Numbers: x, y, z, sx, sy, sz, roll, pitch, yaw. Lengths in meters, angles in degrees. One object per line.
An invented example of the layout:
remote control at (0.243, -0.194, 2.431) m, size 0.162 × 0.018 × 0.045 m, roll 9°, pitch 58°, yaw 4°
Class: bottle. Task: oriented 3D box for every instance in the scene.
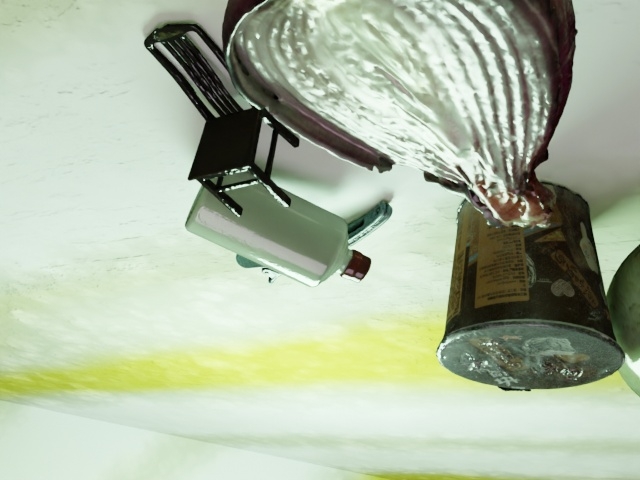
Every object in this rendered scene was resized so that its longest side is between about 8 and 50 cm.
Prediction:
bottle at (-0.046, -0.010, 0.887) m, size 0.245 × 0.104 × 0.104 m, roll 26°, pitch 147°, yaw -14°

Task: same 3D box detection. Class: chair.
chair at (-0.113, -0.124, 0.735) m, size 0.084 × 0.102 × 0.212 m, roll -10°, pitch 147°, yaw 29°

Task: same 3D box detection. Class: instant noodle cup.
instant noodle cup at (0.255, 0.057, 0.850) m, size 0.217 × 0.207 × 0.217 m, roll 5°, pitch 151°, yaw 3°

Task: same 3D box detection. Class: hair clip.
hair clip at (0.000, 0.000, 0.995) m, size 0.275 × 0.048 × 0.083 m, roll -22°, pitch 136°, yaw 34°

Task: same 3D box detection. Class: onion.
onion at (0.098, -0.156, 0.564) m, size 0.267 × 0.159 × 0.348 m, roll -3°, pitch 150°, yaw 42°

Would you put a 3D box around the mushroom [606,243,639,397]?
mushroom at (0.523, 0.093, 0.795) m, size 0.352 × 0.260 × 0.352 m, roll 11°, pitch 146°, yaw 8°
